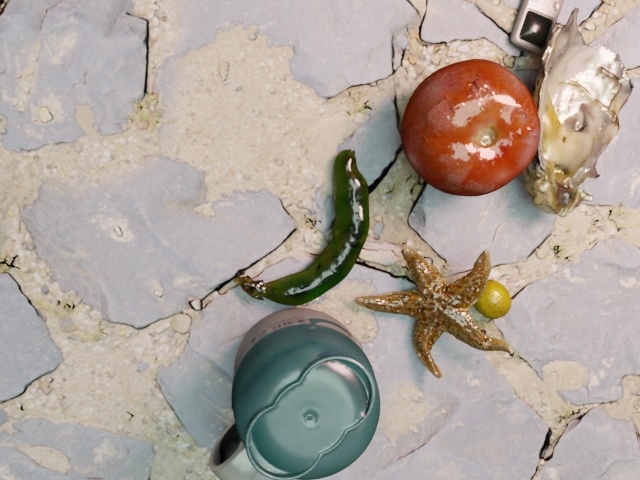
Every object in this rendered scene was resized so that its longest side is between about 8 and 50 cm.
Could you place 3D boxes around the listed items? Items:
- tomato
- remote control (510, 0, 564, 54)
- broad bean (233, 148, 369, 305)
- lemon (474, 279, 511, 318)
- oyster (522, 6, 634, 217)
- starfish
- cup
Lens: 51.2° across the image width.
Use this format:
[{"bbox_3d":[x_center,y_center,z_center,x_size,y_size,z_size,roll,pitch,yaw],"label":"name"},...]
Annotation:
[{"bbox_3d":[0.226,-0.172,1.028,0.208,0.184,0.208,-2,107,-6],"label":"tomato"},{"bbox_3d":[0.383,-0.439,1.096,0.067,0.029,0.260,18,95,-11],"label":"remote control"},{"bbox_3d":[0.000,0.000,1.085,0.144,0.049,0.292,40,91,-11],"label":"broad bean"},{"bbox_3d":[0.290,0.099,1.139,0.062,0.062,0.083,-42,104,-2],"label":"lemon"},{"bbox_3d":[0.406,-0.211,1.097,0.271,0.100,0.275,-37,104,-9],"label":"oyster"},{"bbox_3d":[0.199,0.110,1.110,0.277,0.062,0.235,20,109,6],"label":"starfish"},{"bbox_3d":[-0.049,0.249,1.012,0.290,0.257,0.219,-42,97,-1],"label":"cup"}]
